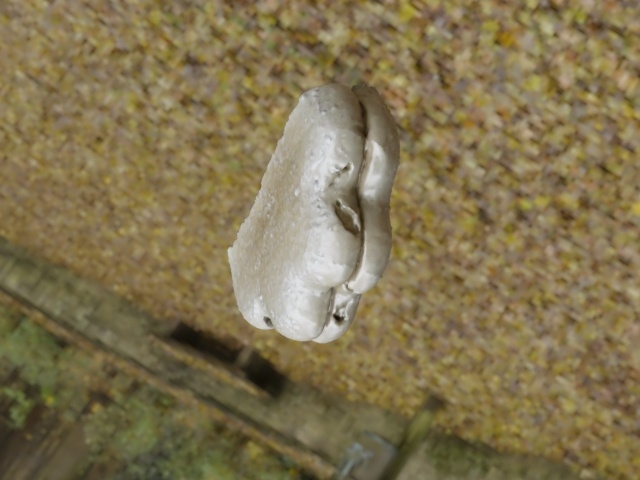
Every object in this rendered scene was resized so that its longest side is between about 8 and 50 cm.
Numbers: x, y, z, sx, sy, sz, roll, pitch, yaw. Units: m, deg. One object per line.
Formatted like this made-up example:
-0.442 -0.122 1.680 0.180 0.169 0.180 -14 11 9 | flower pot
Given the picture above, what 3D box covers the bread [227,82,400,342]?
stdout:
-0.005 -0.002 1.386 0.102 0.183 0.337 3 141 -23 | bread
